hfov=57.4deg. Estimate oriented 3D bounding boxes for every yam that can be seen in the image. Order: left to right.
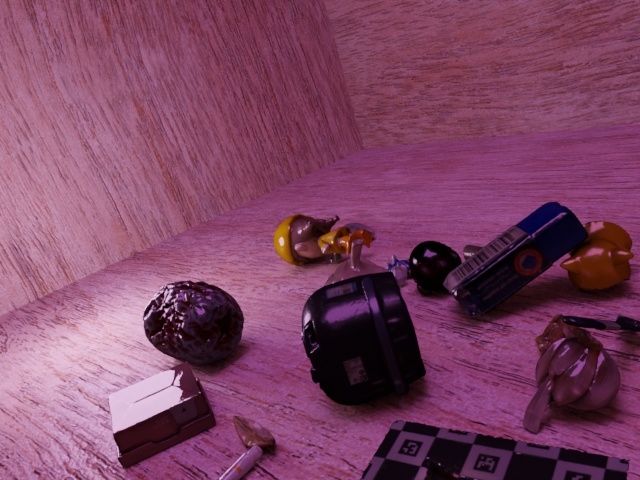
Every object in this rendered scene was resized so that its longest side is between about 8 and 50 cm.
[{"bbox_3d":[0.463,0.044,1.653,0.054,0.054,0.132,-26,19,-27],"label":"yam"}]

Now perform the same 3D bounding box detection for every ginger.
[{"bbox_3d":[0.484,0.189,1.206,0.137,0.044,0.057,-31,40,-33],"label":"ginger"}]

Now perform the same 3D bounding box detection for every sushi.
[{"bbox_3d":[0.194,0.405,0.778,0.359,0.064,0.343,-3,26,36],"label":"sushi"}]

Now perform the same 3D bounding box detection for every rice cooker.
[{"bbox_3d":[0.084,0.201,1.210,0.224,0.267,0.267,-17,17,3],"label":"rice cooker"}]

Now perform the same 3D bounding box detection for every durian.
[{"bbox_3d":[-0.126,0.380,1.161,0.052,0.066,0.130,-30,30,-34],"label":"durian"}]

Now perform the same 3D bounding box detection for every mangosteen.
[{"bbox_3d":[0.305,0.076,1.584,0.152,0.152,0.152,-16,17,5],"label":"mangosteen"}]

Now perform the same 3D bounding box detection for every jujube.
[{"bbox_3d":[-0.349,0.222,1.610,0.317,0.226,0.226,-2,23,46],"label":"jujube"}]

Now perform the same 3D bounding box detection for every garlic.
[{"bbox_3d":[0.098,0.098,1.575,0.218,0.212,0.218,-10,17,3],"label":"garlic"},{"bbox_3d":[0.420,0.250,0.989,0.194,0.127,0.131,-50,7,-13],"label":"garlic"}]

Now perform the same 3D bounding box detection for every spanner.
[{"bbox_3d":[0.528,0.153,1.053,0.315,0.024,0.087,10,7,-42],"label":"spanner"}]

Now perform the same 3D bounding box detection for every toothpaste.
[{"bbox_3d":[-0.178,0.445,1.067,0.190,0.031,0.048,-35,8,-40],"label":"toothpaste"}]

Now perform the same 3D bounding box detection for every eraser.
[{"bbox_3d":[0.454,0.045,1.393,0.332,0.101,0.155,-37,9,9],"label":"eraser"}]

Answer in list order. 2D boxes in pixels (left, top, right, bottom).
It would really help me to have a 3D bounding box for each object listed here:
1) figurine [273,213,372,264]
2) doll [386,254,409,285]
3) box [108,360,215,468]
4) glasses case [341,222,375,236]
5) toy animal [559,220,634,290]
[{"bbox_3d":[0.000,0.000,2.038,0.343,0.187,0.215,1,1,35],"label":"figurine"},{"bbox_3d":[0.247,0.079,1.751,0.114,0.057,0.227,-7,17,17],"label":"doll"},{"bbox_3d":[-0.369,0.385,1.337,0.215,0.086,0.215,-21,17,-16],"label":"box"},{"bbox_3d":[0.138,-0.032,2.208,0.074,0.049,0.193,-22,19,-18],"label":"glasses case"},{"bbox_3d":[0.653,0.031,1.371,0.156,0.156,0.230,-8,16,28],"label":"toy animal"}]
